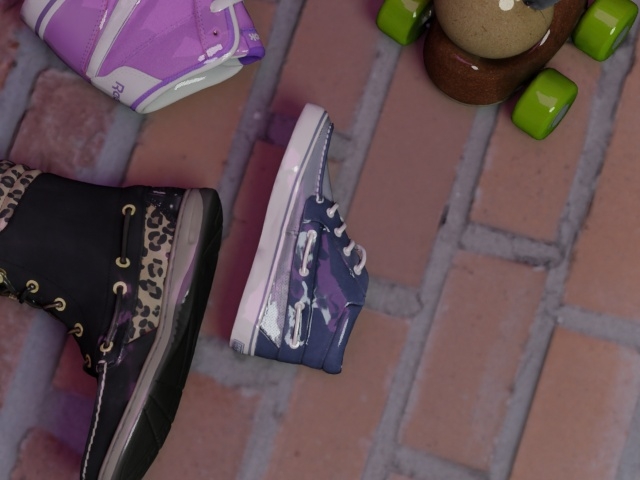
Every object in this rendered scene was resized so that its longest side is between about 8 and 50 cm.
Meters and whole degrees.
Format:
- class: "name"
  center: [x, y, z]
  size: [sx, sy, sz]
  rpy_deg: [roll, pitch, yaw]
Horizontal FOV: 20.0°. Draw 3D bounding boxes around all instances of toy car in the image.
- class: "toy car"
  center: [0.133, -0.182, 1.284]
  size: [0.155, 0.188, 0.149]
  rpy_deg: [36, 81, 12]

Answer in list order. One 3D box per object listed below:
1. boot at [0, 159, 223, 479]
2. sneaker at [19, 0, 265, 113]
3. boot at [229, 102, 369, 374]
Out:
- class: "boot"
  center: [-0.181, 0.057, 1.303]
  size: [0.179, 0.085, 0.236]
  rpy_deg: [13, 71, 10]
- class: "sneaker"
  center: [-0.074, -0.218, 1.362]
  size: [0.161, 0.102, 0.282]
  rpy_deg: [41, 93, 9]
- class: "boot"
  center: [0.000, 0.000, 1.317]
  size: [0.086, 0.069, 0.190]
  rpy_deg: [16, 85, 1]
